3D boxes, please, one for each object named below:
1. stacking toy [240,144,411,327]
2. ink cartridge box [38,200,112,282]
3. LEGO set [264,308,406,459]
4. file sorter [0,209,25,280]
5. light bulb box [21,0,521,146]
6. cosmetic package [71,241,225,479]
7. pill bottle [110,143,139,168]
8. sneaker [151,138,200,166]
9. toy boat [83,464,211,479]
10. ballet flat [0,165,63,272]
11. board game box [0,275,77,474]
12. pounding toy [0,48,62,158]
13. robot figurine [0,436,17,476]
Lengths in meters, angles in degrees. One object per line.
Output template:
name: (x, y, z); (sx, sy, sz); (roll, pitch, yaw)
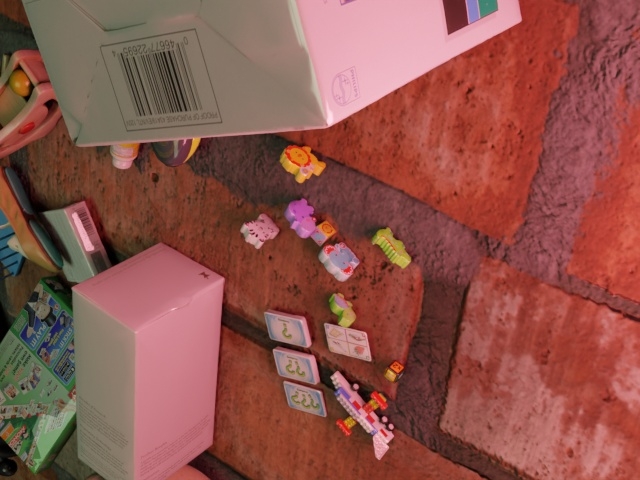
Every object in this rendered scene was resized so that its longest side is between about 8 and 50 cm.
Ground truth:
stacking toy: (0.000, 0.000, 1.281); (0.221, 0.052, 0.167); (46, 135, 11)
ink cartridge box: (-0.435, 0.005, 1.684); (0.179, 0.045, 0.145); (1, 115, 61)
LEGO set: (0.019, 0.207, 1.376); (0.244, 0.060, 0.182); (9, 122, 37)
file sorter: (-0.630, -0.004, 1.789); (0.118, 0.104, 0.170); (47, 135, 12)
light bulb box: (-0.046, -0.264, 0.957); (0.358, 0.361, 0.225); (2, 115, 40)
cosmetic package: (-0.278, 0.214, 1.538); (0.155, 0.197, 0.365); (27, 126, 29)
pill bottle: (-0.302, -0.152, 1.466); (0.043, 0.043, 0.083); (38, 133, 19)
sneaker: (-0.254, -0.241, 1.321); (0.111, 0.121, 0.299); (0, 113, 41)
toy boat: (-0.324, 0.438, 1.705); (0.148, 0.268, 0.318); (-62, 38, 34)
ballet flat: (-0.539, -0.025, 1.701); (0.232, 0.073, 0.080); (58, -178, 17)
board game box: (-0.521, 0.255, 1.790); (0.213, 0.046, 0.317); (42, 109, 15)
pounding toy: (-0.522, -0.233, 1.536); (0.155, 0.154, 0.269); (55, 135, 3)
robot figurine: (-0.696, 0.372, 1.999); (0.278, 0.209, 0.174); (-9, 145, 43)
